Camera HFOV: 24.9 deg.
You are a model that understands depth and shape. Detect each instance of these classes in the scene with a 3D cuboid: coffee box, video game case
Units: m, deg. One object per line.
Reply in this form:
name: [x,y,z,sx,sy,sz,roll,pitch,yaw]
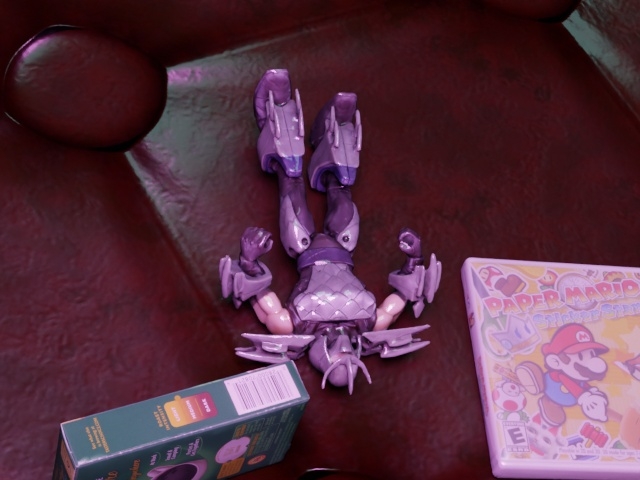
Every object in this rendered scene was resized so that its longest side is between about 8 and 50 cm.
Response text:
coffee box: [-0.106,0.151,1.078,0.184,0.113,0.040,-15,62,-22]
video game case: [0.243,0.110,1.253,0.227,0.026,0.206,3,54,-12]

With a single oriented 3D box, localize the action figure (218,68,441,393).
action figure: [0.000,0.000,1.225,0.185,0.099,0.285,4,58,-23]
